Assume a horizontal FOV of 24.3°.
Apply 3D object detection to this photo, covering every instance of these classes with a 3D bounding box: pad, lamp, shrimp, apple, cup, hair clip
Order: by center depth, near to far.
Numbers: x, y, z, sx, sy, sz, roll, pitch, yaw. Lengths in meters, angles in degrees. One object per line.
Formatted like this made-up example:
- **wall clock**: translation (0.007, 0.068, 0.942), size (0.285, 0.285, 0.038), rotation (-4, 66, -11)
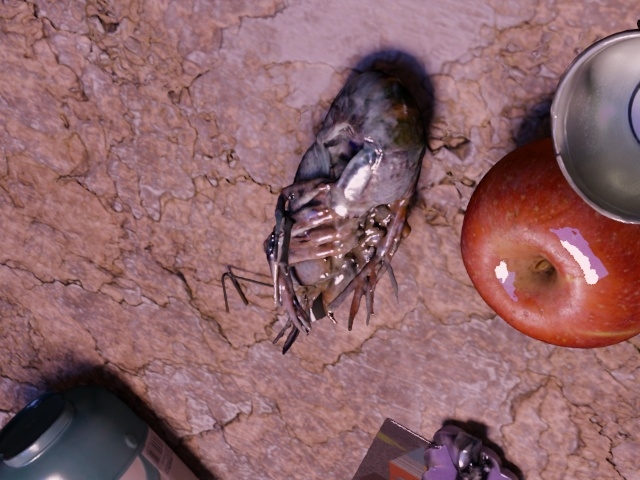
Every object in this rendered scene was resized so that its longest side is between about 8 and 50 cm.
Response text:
- **lamp**: translation (0.289, -0.112, 1.180), size (0.147, 0.227, 0.172), rotation (-8, 99, 31)
- **apple**: translation (0.233, -0.002, 1.334), size (0.201, 0.162, 0.201), rotation (23, 131, 29)
- **shrimp**: translation (0.000, -0.002, 1.464), size (0.137, 0.172, 0.372), rotation (45, 132, 40)
- **lamp**: translation (-0.051, 0.059, 1.656), size (0.121, 0.041, 0.054), rotation (-1, 118, 30)
- **hair clip**: translation (0.170, 0.290, 1.702), size (0.124, 0.052, 0.195), rotation (23, 141, 22)
- **pad**: translation (0.108, 0.305, 1.792), size (0.143, 0.003, 0.211), rotation (29, 137, 7)
- **cup**: translation (-0.297, 0.323, 1.931), size (0.257, 0.219, 0.290), rotation (50, 167, -14)
